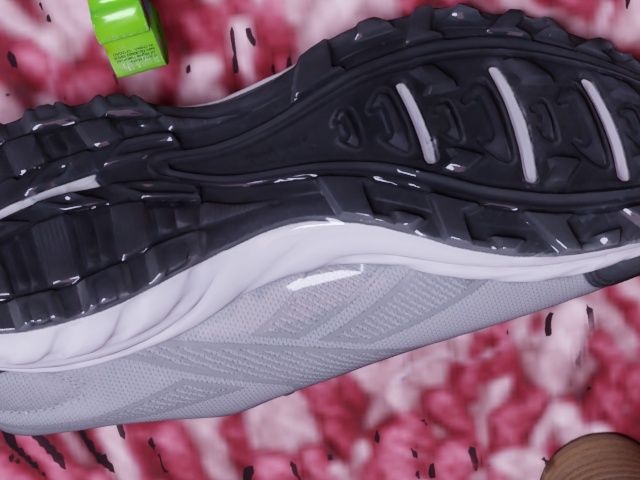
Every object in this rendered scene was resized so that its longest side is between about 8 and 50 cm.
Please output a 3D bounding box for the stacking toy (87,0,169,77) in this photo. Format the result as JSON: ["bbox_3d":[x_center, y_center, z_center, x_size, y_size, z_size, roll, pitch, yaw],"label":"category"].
[{"bbox_3d":[-0.156,-0.124,0.556,0.167,0.052,0.221,-17,117,6],"label":"stacking toy"}]

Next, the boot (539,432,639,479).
[{"bbox_3d":[0.135,0.231,0.651,0.104,0.211,0.295,-15,116,4],"label":"boot"}]

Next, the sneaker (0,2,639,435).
[{"bbox_3d":[0.000,0.000,0.609,0.272,0.100,0.108,-11,145,-4],"label":"sneaker"}]
